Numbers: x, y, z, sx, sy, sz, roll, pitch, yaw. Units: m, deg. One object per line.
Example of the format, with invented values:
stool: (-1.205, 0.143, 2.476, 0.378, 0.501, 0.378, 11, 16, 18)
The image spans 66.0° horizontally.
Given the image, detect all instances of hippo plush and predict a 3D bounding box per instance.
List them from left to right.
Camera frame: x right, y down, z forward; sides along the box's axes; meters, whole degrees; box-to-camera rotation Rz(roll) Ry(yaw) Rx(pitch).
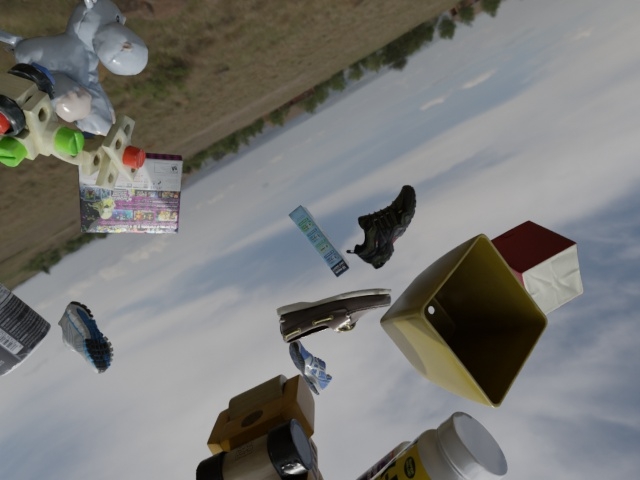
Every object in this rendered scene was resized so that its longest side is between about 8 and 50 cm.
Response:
hippo plush: (-0.498, -0.393, 1.066, 0.236, 0.294, 0.234, -44, 178, -2)

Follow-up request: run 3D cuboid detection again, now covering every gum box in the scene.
gum box: (0.000, 0.000, 1.204, 0.041, 0.184, 0.157, -39, 180, 3)

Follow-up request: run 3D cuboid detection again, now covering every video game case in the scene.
video game case: (-0.461, -0.114, 1.203, 0.232, 0.210, 0.042, 0, -147, -21)

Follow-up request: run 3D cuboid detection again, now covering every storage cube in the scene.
storage cube: (0.611, 0.083, 1.430, 0.214, 0.184, 0.193, -26, -153, -7)

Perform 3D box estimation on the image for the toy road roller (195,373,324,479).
toy road roller: (-0.089, 0.450, 0.987, 0.202, 0.241, 0.329, -26, -169, 4)

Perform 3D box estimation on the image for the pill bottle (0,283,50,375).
pill bottle: (-0.648, 0.130, 0.921, 0.130, 0.246, 0.130, -32, -155, 16)

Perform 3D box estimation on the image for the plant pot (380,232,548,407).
plant pot: (0.239, 0.148, 0.899, 0.212, 0.212, 0.187, -43, -171, -30)

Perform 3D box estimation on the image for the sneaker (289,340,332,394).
sneaker: (-0.035, 0.407, 1.632, 0.081, 0.211, 0.080, -34, -160, -20)

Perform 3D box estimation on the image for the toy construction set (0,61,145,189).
toy construction set: (-0.396, -0.134, 0.611, 0.215, 0.327, 0.151, 105, -11, -54)

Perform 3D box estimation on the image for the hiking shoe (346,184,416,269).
hiking shoe: (0.154, -0.046, 1.223, 0.227, 0.114, 0.086, -63, -174, 1)

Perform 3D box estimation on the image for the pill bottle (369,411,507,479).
pill bottle: (0.158, 0.351, 0.709, 0.208, 0.119, 0.119, -51, -174, 20)

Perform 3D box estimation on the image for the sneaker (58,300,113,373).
sneaker: (-0.548, 0.237, 1.140, 0.083, 0.191, 0.071, -45, 154, 11)

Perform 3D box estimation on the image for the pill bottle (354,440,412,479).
pill bottle: (0.121, 0.465, 0.901, 0.193, 0.108, 0.108, -50, -174, 23)

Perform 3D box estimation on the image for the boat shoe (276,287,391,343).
boat shoe: (0.036, 0.192, 1.264, 0.324, 0.097, 0.116, -15, 165, 22)
